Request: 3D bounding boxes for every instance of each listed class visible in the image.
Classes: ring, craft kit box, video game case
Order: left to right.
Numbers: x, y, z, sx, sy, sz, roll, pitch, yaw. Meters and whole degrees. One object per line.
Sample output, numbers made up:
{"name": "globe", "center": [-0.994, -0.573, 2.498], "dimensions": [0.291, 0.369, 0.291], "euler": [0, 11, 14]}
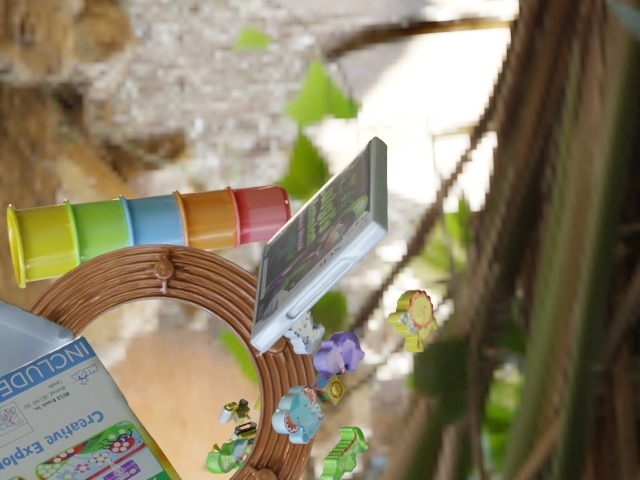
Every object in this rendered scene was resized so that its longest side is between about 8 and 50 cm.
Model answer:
{"name": "craft kit box", "center": [-0.187, 0.213, 1.124], "dimensions": [0.250, 0.246, 0.061], "euler": [-26, 153, -26]}
{"name": "ring", "center": [-0.171, 0.168, 1.881], "dimensions": [0.336, 0.336, 0.032], "euler": [-3, 171, 1]}
{"name": "video game case", "center": [0.000, 0.000, 1.741], "dimensions": [0.022, 0.190, 0.173], "euler": [39, 112, -16]}

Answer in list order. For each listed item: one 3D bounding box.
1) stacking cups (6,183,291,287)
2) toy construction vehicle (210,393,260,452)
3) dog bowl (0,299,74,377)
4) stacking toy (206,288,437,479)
{"name": "stacking cups", "center": [-0.192, -0.021, 2.075], "dimensions": [0.316, 0.096, 0.096], "euler": [-11, 166, -14]}
{"name": "toy construction vehicle", "center": [-0.081, 0.217, 2.169], "dimensions": [0.098, 0.035, 0.086], "euler": [-12, 137, -46]}
{"name": "dog bowl", "center": [-0.368, 0.070, 1.499], "dimensions": [0.349, 0.102, 0.349], "euler": [18, 172, 3]}
{"name": "stacking toy", "center": [-0.003, 0.137, 1.744], "dimensions": [0.167, 0.221, 0.052], "euler": [-6, 130, 43]}
